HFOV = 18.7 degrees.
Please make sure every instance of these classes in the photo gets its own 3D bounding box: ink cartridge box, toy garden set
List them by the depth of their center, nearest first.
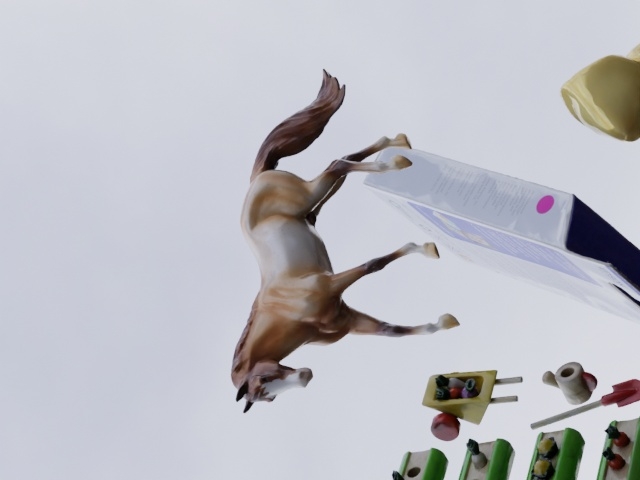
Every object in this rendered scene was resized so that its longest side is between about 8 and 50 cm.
[{"bbox_3d":[0.174,0.173,1.712,0.049,0.244,0.204,60,-148,-29],"label":"toy garden set"},{"bbox_3d":[0.215,0.000,1.897,0.176,0.371,0.069,36,-97,-37],"label":"ink cartridge box"}]

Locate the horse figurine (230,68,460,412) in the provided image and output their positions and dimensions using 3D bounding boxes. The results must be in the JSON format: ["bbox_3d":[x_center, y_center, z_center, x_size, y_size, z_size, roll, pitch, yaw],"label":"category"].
[{"bbox_3d":[0.000,0.000,1.508,0.066,0.174,0.263,59,-165,-60],"label":"horse figurine"}]

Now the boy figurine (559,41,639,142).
[{"bbox_3d":[0.322,-0.167,1.920,0.092,0.177,0.285,46,-136,5],"label":"boy figurine"}]
